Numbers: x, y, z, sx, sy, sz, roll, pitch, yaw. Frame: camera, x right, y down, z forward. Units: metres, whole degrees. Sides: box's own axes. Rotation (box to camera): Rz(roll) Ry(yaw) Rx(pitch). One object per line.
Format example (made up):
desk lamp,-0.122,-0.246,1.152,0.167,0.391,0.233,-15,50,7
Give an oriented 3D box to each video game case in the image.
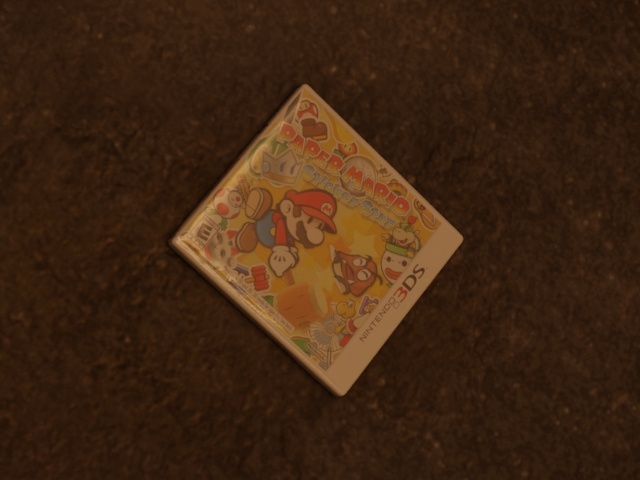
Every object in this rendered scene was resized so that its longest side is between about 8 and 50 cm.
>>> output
video game case,0.000,0.000,1.479,0.227,0.026,0.206,43,72,-14
